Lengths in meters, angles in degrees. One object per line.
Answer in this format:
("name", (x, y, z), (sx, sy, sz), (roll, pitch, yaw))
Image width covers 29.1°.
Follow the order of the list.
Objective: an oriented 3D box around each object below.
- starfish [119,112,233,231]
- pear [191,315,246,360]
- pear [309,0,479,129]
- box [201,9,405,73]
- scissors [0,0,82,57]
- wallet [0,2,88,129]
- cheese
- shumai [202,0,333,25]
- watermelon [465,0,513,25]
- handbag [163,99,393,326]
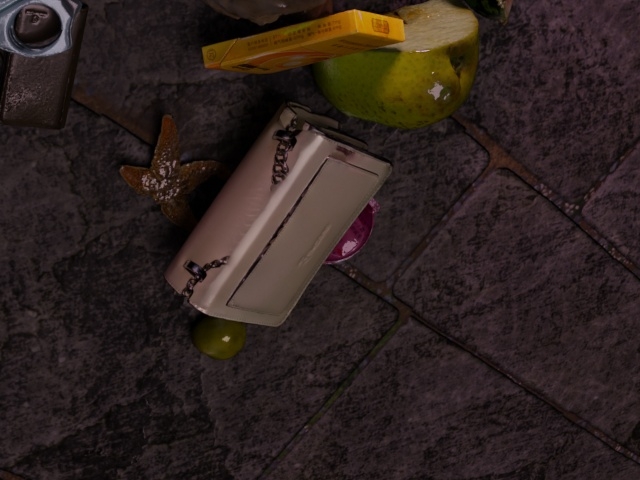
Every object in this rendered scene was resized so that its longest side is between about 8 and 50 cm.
("starfish", (-0.225, -0.103, 2.014), (0.138, 0.050, 0.247), (-42, 140, 5))
("pear", (-0.181, 0.167, 2.192), (0.097, 0.092, 0.092), (6, 118, -13))
("pear", (0.148, -0.270, 1.977), (0.292, 0.292, 0.159), (-17, 117, -18))
("box", (-0.026, -0.294, 1.846), (0.152, 0.269, 0.043), (-4, 86, -58))
("scissors", (-0.517, -0.283, 1.731), (0.360, 0.029, 0.191), (-32, 113, 0))
("wallet", (-0.413, -0.261, 1.818), (0.110, 0.031, 0.198), (4, 118, -29))
("cheese", (0.000, 0.000, 2.190), (0.244, 0.062, 0.155), (-40, 129, 4))
("shumai", (-0.057, -0.446, 1.815), (0.314, 0.262, 0.267), (-1, 94, 17))
("watermelon", (0.303, -0.506, 1.938), (0.159, 0.128, 0.303), (15, 93, -28))
("handbag", (-0.078, -0.043, 2.030), (0.358, 0.160, 0.237), (-54, 154, 12))
